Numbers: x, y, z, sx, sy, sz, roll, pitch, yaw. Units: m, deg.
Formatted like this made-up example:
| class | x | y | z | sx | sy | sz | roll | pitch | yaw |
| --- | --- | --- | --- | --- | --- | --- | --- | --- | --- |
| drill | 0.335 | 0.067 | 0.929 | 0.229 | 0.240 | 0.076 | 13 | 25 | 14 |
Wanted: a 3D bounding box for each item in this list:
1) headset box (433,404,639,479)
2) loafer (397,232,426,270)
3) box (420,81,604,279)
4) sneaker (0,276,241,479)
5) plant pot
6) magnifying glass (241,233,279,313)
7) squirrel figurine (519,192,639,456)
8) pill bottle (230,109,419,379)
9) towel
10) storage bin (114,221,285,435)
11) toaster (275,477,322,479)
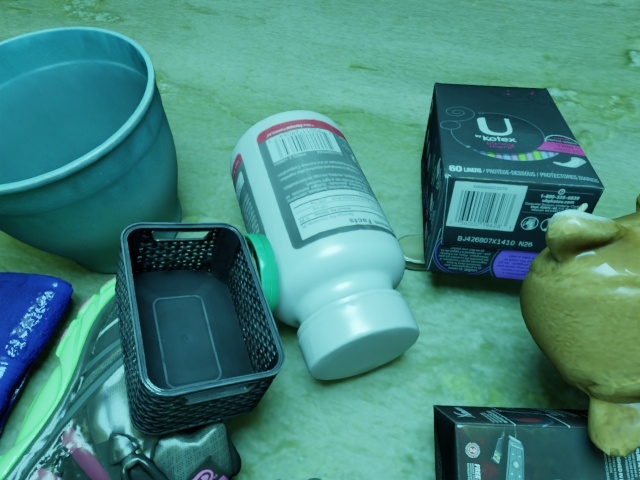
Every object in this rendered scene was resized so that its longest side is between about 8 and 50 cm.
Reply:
| class | x | y | z | sx | sy | sz | roll | pitch | yaw |
| --- | --- | --- | --- | --- | --- | --- | --- | --- | --- |
| headset box | 0.256 | 0.265 | 0.381 | 0.293 | 0.110 | 0.218 | 1 | 77 | 4 |
| loafer | 0.171 | 0.010 | 0.620 | 0.148 | 0.050 | 0.056 | 2 | 57 | 4 |
| box | 0.227 | -0.093 | 0.589 | 0.165 | 0.143 | 0.270 | 6 | 40 | 6 |
| sneaker | -0.187 | 0.242 | 0.417 | 0.202 | 0.185 | 0.482 | 2 | 58 | 10 |
| plant pot | -0.315 | -0.090 | 0.594 | 0.272 | 0.255 | 0.271 | -2 | 56 | 2 |
| magnifying glass | -0.098 | 0.033 | 0.546 | 0.026 | 0.231 | 0.092 | -5 | 96 | -26 |
| squirrel figurine | 0.349 | 0.026 | 0.286 | 0.371 | 0.397 | 0.281 | -11 | 100 | 2 |
| pill bottle | 0.000 | 0.000 | 0.563 | 0.176 | 0.176 | 0.318 | -17 | 58 | -7 |
| towel | -0.465 | 0.177 | 0.546 | 0.228 | 0.076 | 0.308 | 6 | 58 | 16 |
| storage bin | -0.123 | 0.075 | 0.427 | 0.122 | 0.084 | 0.180 | -1 | 50 | -31 |
| toaster | -0.025 | 0.306 | 0.362 | 0.110 | 0.168 | 0.185 | -43 | 61 | 5 |
